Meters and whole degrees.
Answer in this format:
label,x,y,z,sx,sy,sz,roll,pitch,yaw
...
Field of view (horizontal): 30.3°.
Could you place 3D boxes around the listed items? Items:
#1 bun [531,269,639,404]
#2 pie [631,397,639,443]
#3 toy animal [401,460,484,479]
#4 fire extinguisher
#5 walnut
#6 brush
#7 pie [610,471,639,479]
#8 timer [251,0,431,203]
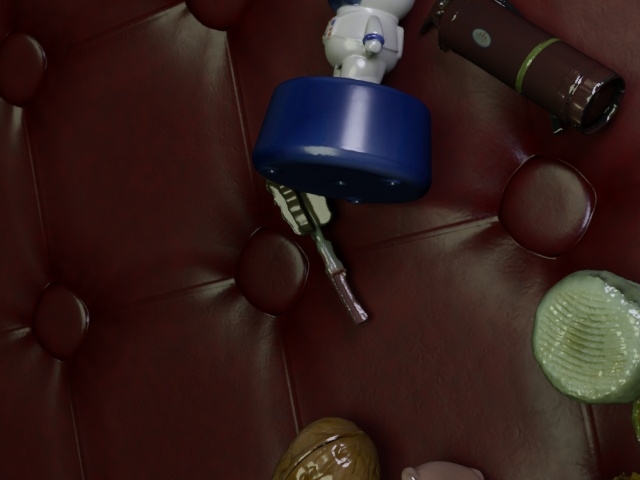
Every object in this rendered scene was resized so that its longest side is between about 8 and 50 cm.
label,x,y,z,sx,sy,sz,roll,pitch,yaw
bun,0.393,0.134,1.628,0.195,0.118,0.195,-6,82,45
pie,0.513,0.236,1.604,0.187,0.041,0.187,1,92,32
toy animal,0.159,0.431,1.763,0.171,0.171,0.198,27,106,29
fire extinguisher,0.275,-0.265,1.711,0.341,0.105,0.141,39,132,33
walnut,0.010,0.376,1.853,0.167,0.167,0.207,40,109,25
brush,0.000,0.000,1.900,0.301,0.084,0.071,63,154,7
pie,0.421,0.540,1.580,0.395,0.180,0.418,38,123,32
timer,0.056,-0.266,1.784,0.270,0.270,0.384,3,79,32
